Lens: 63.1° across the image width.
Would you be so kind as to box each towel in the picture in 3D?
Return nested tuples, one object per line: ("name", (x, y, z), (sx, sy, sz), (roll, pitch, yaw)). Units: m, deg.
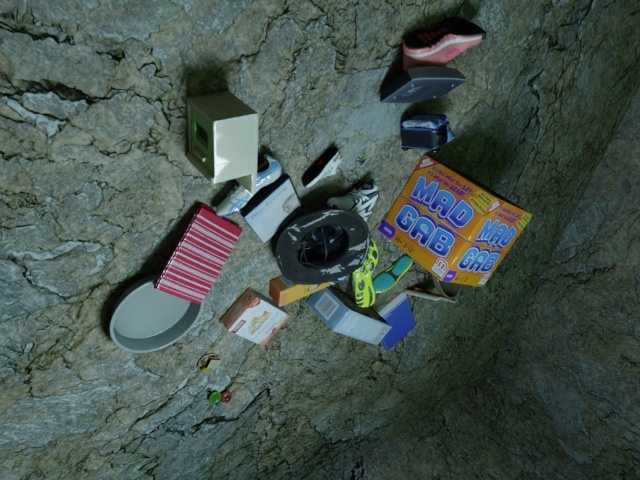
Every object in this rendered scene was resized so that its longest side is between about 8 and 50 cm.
("towel", (-0.356, 0.044, 1.540), (0.199, 0.031, 0.274), (34, 83, -53))

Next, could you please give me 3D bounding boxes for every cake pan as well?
("cake pan", (-0.499, 0.214, 1.585), (0.293, 0.054, 0.293), (-26, 138, -26))

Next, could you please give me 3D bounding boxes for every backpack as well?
("backpack", (0.382, -0.384, 1.820), (0.173, 0.158, 0.116), (-32, 124, -39))

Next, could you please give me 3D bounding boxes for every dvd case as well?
("dvd case", (-0.142, -0.094, 1.613), (0.180, 0.022, 0.253), (-42, 161, -6))

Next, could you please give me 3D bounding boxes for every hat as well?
("hat", (0.000, 0.000, 1.797), (0.332, 0.134, 0.331), (-7, 122, -12))

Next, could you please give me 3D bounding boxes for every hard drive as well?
("hard drive", (0.371, 0.411, 2.606), (0.210, 0.040, 0.318), (-38, 142, -11))
("hard drive", (0.326, -0.497, 1.670), (0.255, 0.054, 0.172), (-12, 174, -35))

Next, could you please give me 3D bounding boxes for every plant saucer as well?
("plant saucer", (0.587, 0.139, 2.453), (0.278, 0.041, 0.277), (18, 67, -50))

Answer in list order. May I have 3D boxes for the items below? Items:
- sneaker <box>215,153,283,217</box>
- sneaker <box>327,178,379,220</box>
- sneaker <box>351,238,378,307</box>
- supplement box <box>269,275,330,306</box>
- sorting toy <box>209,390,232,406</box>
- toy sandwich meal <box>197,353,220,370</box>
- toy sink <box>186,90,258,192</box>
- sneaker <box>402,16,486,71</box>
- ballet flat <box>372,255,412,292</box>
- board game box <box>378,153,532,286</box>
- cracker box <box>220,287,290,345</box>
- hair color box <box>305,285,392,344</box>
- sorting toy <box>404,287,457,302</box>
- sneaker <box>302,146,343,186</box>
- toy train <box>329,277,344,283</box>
("sneaker", (-0.217, -0.158, 1.512), (0.237, 0.085, 0.086), (-41, 118, -5))
("sneaker", (0.128, -0.157, 1.823), (0.235, 0.094, 0.153), (14, 111, -49))
("sneaker", (0.164, 0.123, 2.108), (0.110, 0.123, 0.295), (-3, 111, -13))
("supplement box", (-0.071, 0.157, 1.927), (0.234, 0.080, 0.078), (-18, 135, -30))
("sorting toy", (-0.401, 0.618, 2.059), (0.102, 0.042, 0.061), (17, 95, -37))
("toy sandwich meal", (-0.406, 0.448, 1.902), (0.086, 0.029, 0.085), (-26, 138, -26))
("toy sink", (-0.255, -0.238, 1.335), (0.131, 0.153, 0.234), (-20, 136, -31))
("sneaker", (0.385, -0.614, 1.671), (0.314, 0.116, 0.136), (-22, 147, -19))
("ballet flat", (0.316, 0.161, 2.310), (0.231, 0.077, 0.077), (-40, 159, -12))
("board game box", (0.531, -0.070, 2.068), (0.357, 0.356, 0.356), (11, 114, -48))
("cracker box", (-0.231, 0.281, 1.891), (0.155, 0.067, 0.232), (-48, 142, 1))
("hair color box", (0.125, 0.309, 2.160), (0.113, 0.185, 0.374), (-52, 143, 6))
("sorting toy", (0.535, 0.261, 2.522), (0.208, 0.193, 0.038), (13, 88, -50))
("sneaker", (0.014, -0.221, 1.684), (0.161, 0.057, 0.075), (-49, 137, -3))
("toy train", (0.055, 0.065, 1.906), (0.105, 0.080, 0.184), (28, 80, -21))
